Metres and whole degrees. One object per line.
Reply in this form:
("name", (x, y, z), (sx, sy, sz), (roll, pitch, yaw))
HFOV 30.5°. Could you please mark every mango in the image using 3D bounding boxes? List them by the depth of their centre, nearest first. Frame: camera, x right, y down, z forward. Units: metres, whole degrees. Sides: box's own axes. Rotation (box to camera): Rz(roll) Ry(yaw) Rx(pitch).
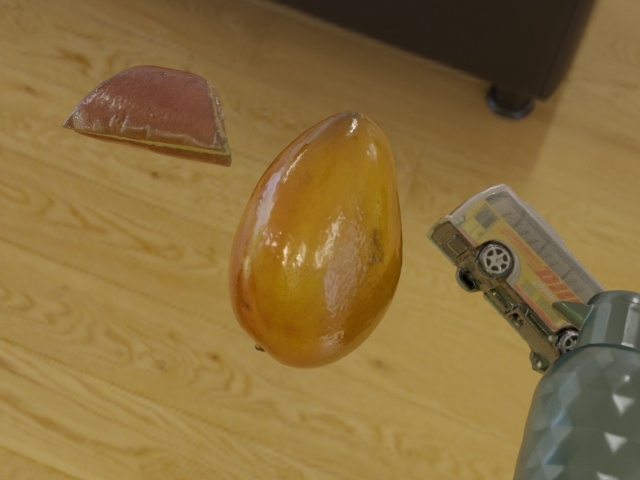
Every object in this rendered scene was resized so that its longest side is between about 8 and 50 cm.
("mango", (0.000, 0.000, 0.938), (0.145, 0.219, 0.112), (-2, 25, -32))

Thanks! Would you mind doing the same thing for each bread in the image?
("bread", (-0.163, -0.138, 1.233), (0.193, 0.067, 0.119), (11, 48, 18))

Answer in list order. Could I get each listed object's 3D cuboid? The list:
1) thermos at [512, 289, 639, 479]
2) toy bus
("thermos", (0.272, 0.184, 1.062), (0.182, 0.145, 0.286), (17, 62, 8))
("toy bus", (0.238, 0.058, 1.258), (0.106, 0.092, 0.268), (-42, 86, -19))
